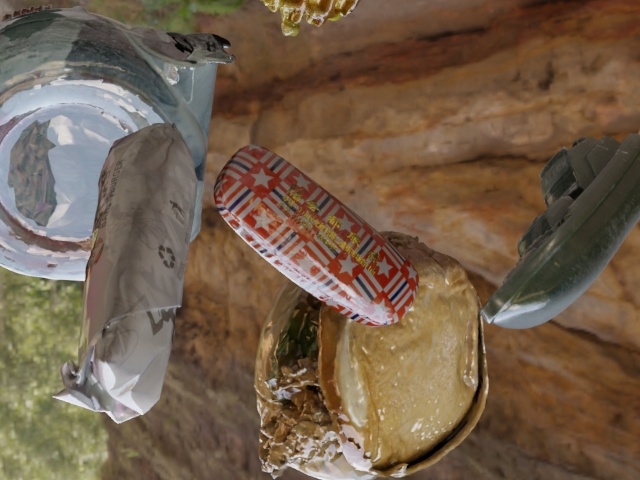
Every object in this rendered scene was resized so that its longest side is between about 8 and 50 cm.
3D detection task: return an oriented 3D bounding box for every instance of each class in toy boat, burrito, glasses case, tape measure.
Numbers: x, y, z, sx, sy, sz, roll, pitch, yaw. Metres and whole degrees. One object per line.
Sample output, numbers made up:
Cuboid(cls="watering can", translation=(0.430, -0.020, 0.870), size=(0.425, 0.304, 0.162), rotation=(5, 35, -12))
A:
Cuboid(cls="toy boat", translation=(0.190, -0.013, 0.662), size=(0.260, 0.085, 0.078), rotation=(-40, 168, -41))
Cuboid(cls="burrito", translation=(-0.100, 0.007, 0.465), size=(0.064, 0.203, 0.064), rotation=(-1, 134, -2))
Cuboid(cls="glasses case", translation=(0.000, 0.000, 0.691), size=(0.194, 0.073, 0.049), rotation=(38, 150, -15))
Cuboid(cls="tape measure", translation=(-0.233, -0.092, 0.831), size=(0.274, 0.256, 0.147), rotation=(0, -150, -18))

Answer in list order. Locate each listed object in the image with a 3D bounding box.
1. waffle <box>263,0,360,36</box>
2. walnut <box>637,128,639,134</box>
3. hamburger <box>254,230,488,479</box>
Cuboid(cls="waffle", translation=(-0.006, -0.391, 1.088), size=(0.237, 0.243, 0.059), rotation=(-37, -143, -3))
Cuboid(cls="walnut", translation=(0.497, -0.122, 1.142), size=(0.144, 0.144, 0.180), rotation=(-6, 137, -17))
Cuboid(cls="hamburger", translation=(0.053, 0.125, 0.850), size=(0.146, 0.286, 0.243), rotation=(0, 140, 52))
